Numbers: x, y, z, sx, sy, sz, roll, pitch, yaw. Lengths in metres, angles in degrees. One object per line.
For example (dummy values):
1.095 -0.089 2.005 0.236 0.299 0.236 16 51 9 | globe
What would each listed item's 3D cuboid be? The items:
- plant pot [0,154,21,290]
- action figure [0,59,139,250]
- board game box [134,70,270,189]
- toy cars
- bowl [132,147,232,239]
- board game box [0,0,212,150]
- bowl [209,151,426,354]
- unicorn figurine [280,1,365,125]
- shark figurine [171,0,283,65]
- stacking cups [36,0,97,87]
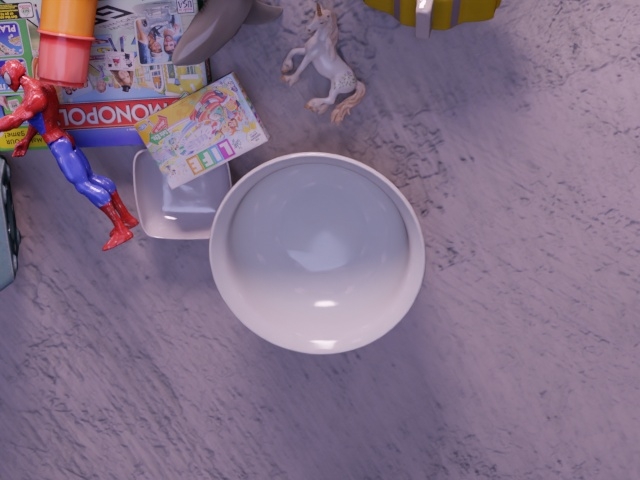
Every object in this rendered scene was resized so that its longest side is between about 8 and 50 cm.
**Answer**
-0.556 -0.022 1.354 0.252 0.248 0.247 -7 113 -12 | plant pot
-0.378 -0.105 1.327 0.139 0.091 0.280 -25 109 5 | action figure
-0.161 -0.149 1.324 0.154 0.026 0.103 -26 105 12 | board game box
0.055 -0.343 1.174 0.393 0.087 0.176 25 154 -31 | toy cars
-0.192 -0.076 1.397 0.142 0.053 0.142 -1 114 4 | bowl
-0.310 -0.236 1.342 0.317 0.046 0.214 -3 112 5 | board game box
0.000 0.000 1.371 0.297 0.134 0.298 2 113 4 | bowl
0.001 -0.241 1.317 0.111 0.060 0.162 -37 122 17 | unicorn figurine
-0.112 -0.366 1.227 0.166 0.116 0.278 -8 101 -23 | shark figurine
-0.317 -0.357 1.239 0.096 0.096 0.316 12 104 -1 | stacking cups
